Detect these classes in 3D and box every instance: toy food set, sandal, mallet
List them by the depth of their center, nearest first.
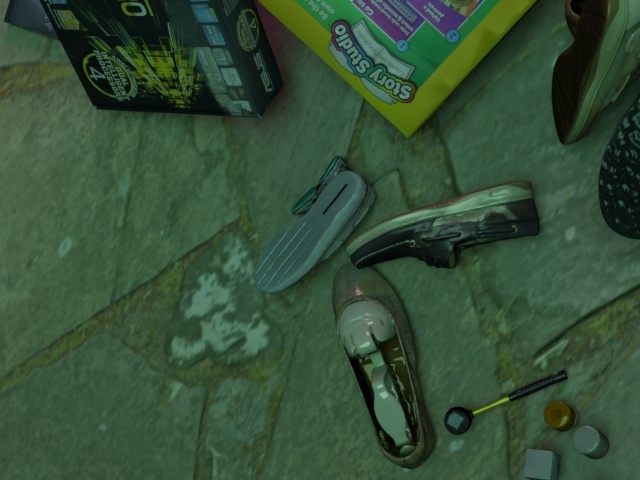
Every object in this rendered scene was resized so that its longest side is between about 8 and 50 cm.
[{"bbox_3d":[0.501,-0.202,1.589,0.167,0.107,0.446,26,104,17],"label":"sandal"},{"bbox_3d":[0.354,0.350,1.742,0.111,0.104,0.232,0,72,30],"label":"toy food set"},{"bbox_3d":[0.262,0.229,1.770,0.189,0.062,0.039,-25,84,15],"label":"mallet"}]

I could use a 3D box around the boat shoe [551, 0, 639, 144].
[{"bbox_3d":[0.380,-0.230,1.644,0.098,0.302,0.109,-4,58,-8],"label":"boat shoe"}]

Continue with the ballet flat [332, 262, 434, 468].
[{"bbox_3d":[0.089,0.179,1.799,0.107,0.106,0.316,-23,83,15],"label":"ballet flat"}]

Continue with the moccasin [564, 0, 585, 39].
[{"bbox_3d":[0.518,-0.333,1.652,0.380,0.147,0.139,1,90,17],"label":"moccasin"}]

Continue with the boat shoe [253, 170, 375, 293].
[{"bbox_3d":[0.000,0.000,1.841,0.226,0.076,0.083,-45,52,12],"label":"boat shoe"}]

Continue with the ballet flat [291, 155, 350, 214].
[{"bbox_3d":[0.005,-0.074,1.863,0.041,0.041,0.114,43,102,13],"label":"ballet flat"}]

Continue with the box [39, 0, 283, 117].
[{"bbox_3d":[-0.256,-0.357,1.758,0.318,0.097,0.395,5,136,27],"label":"box"}]

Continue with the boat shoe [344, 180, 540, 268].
[{"bbox_3d":[0.176,-0.004,1.778,0.285,0.103,0.092,-19,80,10],"label":"boat shoe"}]

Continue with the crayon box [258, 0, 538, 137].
[{"bbox_3d":[0.100,-0.381,1.741,0.363,0.106,0.313,43,108,-3],"label":"crayon box"}]

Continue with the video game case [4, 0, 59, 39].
[{"bbox_3d":[-0.360,-0.405,1.979,0.274,0.026,0.196,19,95,15],"label":"video game case"}]
